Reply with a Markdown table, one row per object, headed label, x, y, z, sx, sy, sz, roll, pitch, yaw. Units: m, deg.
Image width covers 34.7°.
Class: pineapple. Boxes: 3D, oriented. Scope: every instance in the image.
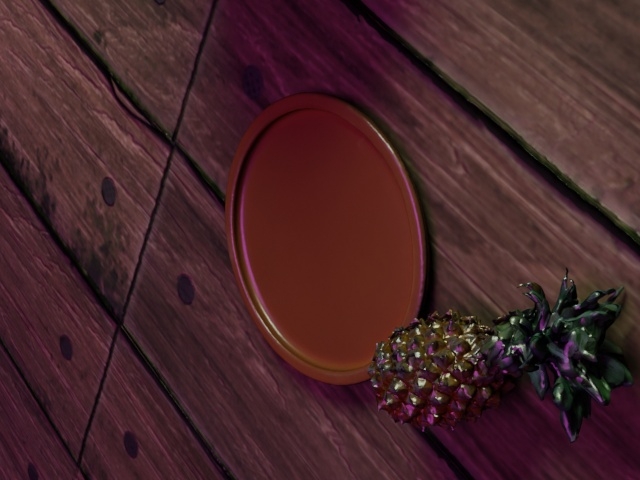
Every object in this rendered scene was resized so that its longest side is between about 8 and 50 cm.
| label | x | y | z | sx | sy | sz | roll | pitch | yaw |
| --- | --- | --- | --- | --- | --- | --- | --- | --- | --- |
| pineapple | 0.111 | 0.090 | 0.710 | 0.083 | 0.103 | 0.221 | 48 | 141 | -17 |

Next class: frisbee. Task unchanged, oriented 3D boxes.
| label | x | y | z | sx | sy | sz | roll | pitch | yaw |
| --- | --- | --- | --- | --- | --- | --- | --- | --- | --- |
| frisbee | 0.000 | 0.000 | 0.871 | 0.251 | 0.021 | 0.251 | 14 | 109 | 47 |
